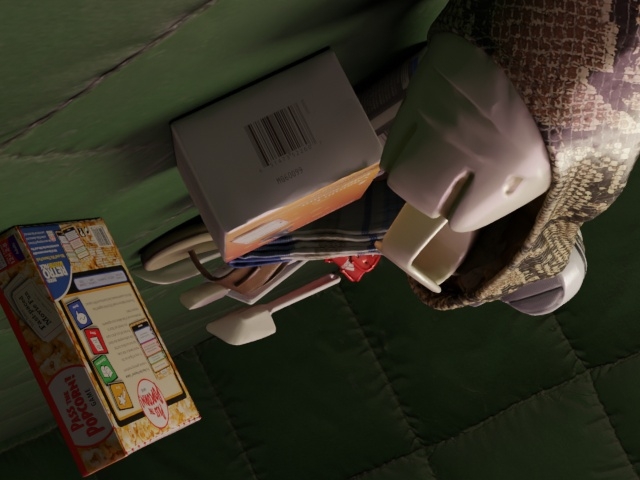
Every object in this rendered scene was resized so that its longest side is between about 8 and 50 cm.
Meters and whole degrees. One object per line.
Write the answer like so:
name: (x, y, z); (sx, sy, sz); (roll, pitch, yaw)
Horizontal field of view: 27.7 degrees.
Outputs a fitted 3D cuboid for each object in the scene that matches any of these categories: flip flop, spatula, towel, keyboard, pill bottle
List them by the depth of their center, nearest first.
pill bottle: (0.070, -0.106, 1.113); (0.137, 0.078, 0.078); (-30, 174, 41)
towel: (0.056, -0.031, 1.289); (0.285, 0.034, 0.209); (-6, -162, 5)
flip flop: (-0.059, 0.018, 1.417); (0.277, 0.080, 0.112); (-2, 175, -2)
spatula: (-0.090, 0.050, 1.554); (0.242, 0.168, 0.019); (-21, 134, -53)
keyboard: (-0.057, 0.020, 1.653); (0.256, 0.072, 0.014); (-38, 149, -56)

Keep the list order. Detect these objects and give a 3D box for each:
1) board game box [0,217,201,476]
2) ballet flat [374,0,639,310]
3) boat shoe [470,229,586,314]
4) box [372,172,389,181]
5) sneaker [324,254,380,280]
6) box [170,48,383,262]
board game box: (-0.182, 0.079, 1.043); (0.045, 0.193, 0.147); (-28, 174, 17)
ballet flat: (0.120, -0.050, 0.927); (0.182, 0.164, 0.483); (-36, 162, -12)
boat shoe: (0.221, 0.001, 1.404); (0.119, 0.121, 0.335); (-33, -175, -10)
box: (0.243, -0.130, 1.467); (0.381, 0.143, 0.191); (-26, 175, 10)
sneaker: (0.000, 0.000, 1.574); (0.221, 0.128, 0.087); (-26, 174, -32)
box: (-0.035, -0.058, 0.982); (0.130, 0.091, 0.170); (-26, 175, -7)
